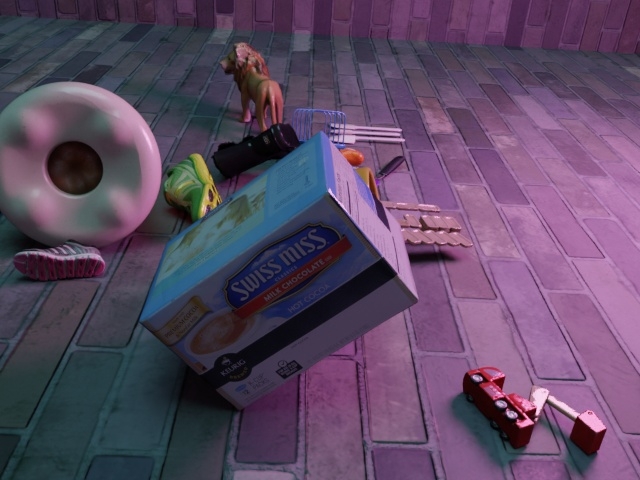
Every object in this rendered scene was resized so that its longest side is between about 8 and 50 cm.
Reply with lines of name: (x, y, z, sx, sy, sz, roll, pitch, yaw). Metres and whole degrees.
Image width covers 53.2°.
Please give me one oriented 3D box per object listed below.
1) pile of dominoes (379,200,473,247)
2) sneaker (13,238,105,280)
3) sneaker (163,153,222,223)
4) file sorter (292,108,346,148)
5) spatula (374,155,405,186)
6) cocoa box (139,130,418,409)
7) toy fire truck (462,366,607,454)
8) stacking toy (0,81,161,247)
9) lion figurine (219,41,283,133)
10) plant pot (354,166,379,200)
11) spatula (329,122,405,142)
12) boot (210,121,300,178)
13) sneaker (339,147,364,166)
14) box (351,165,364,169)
pile of dominoes: (0.203, -0.027, 1.469, 0.251, 0.040, 0.196, 3, 30, -16)
sneaker: (-0.522, 0.036, 1.284, 0.170, 0.063, 0.075, 0, 30, -17)
sneaker: (-0.306, -0.100, 1.527, 0.123, 0.110, 0.296, -25, 36, -3)
file sorter: (-0.007, -0.329, 1.872, 0.118, 0.105, 0.170, 2, 10, -21)
spatula: (0.159, -0.181, 1.768, 0.084, 0.030, 0.296, 18, 33, 27)
cocoa box: (-0.064, 0.044, 0.994, 0.347, 0.228, 0.231, -34, 26, 16)
toy fire truck: (0.330, 0.263, 1.005, 0.135, 0.047, 0.192, -10, 32, -23)
stacking toy: (-0.545, -0.187, 1.518, 0.350, 0.351, 0.480, -2, 11, -10)
lion figurine: (-0.187, -0.465, 2.008, 0.142, 0.240, 0.392, -14, 35, -28)
plant pot: (0.000, 0.000, 1.247, 0.238, 0.254, 0.254, -8, 29, 9)
spatula: (0.148, -0.343, 2.065, 0.241, 0.019, 0.168, 4, 25, -1)
boot: (-0.169, -0.241, 1.732, 0.207, 0.094, 0.246, -21, -1, 12)
sneaker: (0.035, -0.221, 1.801, 0.175, 0.064, 0.067, -3, 33, 10)
box: (-0.016, -0.141, 1.633, 0.230, 0.056, 0.183, 6, 30, 15)
